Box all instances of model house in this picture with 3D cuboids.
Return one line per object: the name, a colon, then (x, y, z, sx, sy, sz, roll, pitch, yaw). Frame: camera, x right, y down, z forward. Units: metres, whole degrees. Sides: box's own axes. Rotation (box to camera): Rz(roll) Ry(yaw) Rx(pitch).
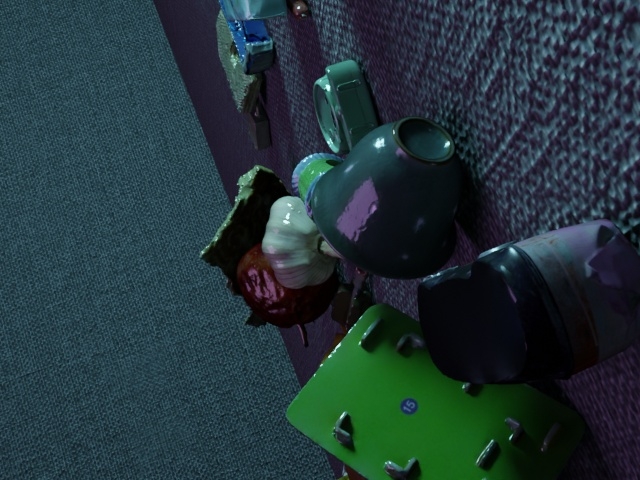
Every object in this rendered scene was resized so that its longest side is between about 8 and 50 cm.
model house: (0.185, 0.249, 1.110, 0.300, 0.340, 0.323, 29, 153, 26)

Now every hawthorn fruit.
hawthorn fruit: (-0.063, 0.118, 1.958, 0.230, 0.210, 0.266, -23, 89, 35)

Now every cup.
cup: (0.103, -0.073, 1.031, 0.199, 0.199, 0.150, 64, 149, 30)

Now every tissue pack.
tissue pack: (-0.134, -0.520, 1.468, 0.177, 0.089, 0.263, -146, 47, -67)

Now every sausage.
sausage: (-0.067, -0.454, 1.502, 0.029, 0.029, 0.223, 83, 164, -47)

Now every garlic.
garlic: (0.000, 0.000, 1.679, 0.226, 0.199, 0.199, 6, 117, 51)

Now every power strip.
power strip: (-0.162, -0.309, 2.161, 0.175, 0.042, 0.075, 91, 157, -56)

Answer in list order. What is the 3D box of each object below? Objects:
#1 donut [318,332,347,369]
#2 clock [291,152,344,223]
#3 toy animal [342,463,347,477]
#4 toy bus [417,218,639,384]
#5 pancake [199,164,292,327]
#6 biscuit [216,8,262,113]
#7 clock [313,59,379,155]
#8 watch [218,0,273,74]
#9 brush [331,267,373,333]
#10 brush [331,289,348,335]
donut: (0.106, 0.347, 1.748, 0.295, 0.112, 0.151, 59, 156, -16)
clock: (0.068, -0.041, 1.178, 0.100, 0.194, 0.195, -65, 32, 15)
toy animal: (0.154, 0.482, 1.534, 0.251, 0.251, 0.310, 83, 176, -47)
toy bus: (0.196, 0.065, 0.813, 0.302, 0.147, 0.127, 132, 118, -75)
pancake: (-0.153, 0.023, 2.084, 0.067, 0.305, 0.427, 24, 153, 35)
biscuit: (-0.207, -0.452, 2.074, 0.147, 0.046, 0.250, 122, 132, -60)
clock: (0.036, -0.203, 1.352, 0.188, 0.060, 0.148, -178, 69, -79)
watch: (-0.186, -0.506, 1.888, 0.276, 0.068, 0.274, -173, 64, -78)
brush: (0.078, 0.091, 1.676, 0.084, 0.071, 0.301, 47, 150, 25)
brush: (0.015, 0.089, 2.043, 0.085, 0.020, 0.336, 98, 151, -68)
